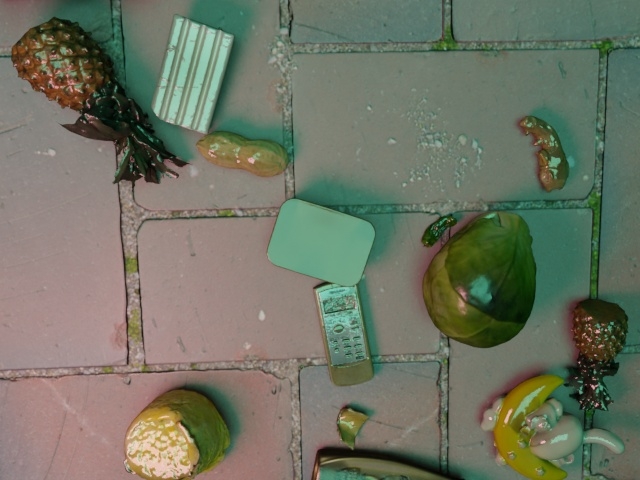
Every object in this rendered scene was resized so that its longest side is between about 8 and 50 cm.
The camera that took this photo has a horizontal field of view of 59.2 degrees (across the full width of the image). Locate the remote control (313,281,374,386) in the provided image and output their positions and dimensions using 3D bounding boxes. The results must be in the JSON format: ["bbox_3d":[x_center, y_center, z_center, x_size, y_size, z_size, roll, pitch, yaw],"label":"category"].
[{"bbox_3d":[0.052,0.200,1.216,0.098,0.038,0.233,-11,97,-2],"label":"remote control"}]

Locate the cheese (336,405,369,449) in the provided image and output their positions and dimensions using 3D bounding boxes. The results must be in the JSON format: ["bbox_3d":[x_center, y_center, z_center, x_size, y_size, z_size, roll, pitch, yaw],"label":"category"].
[{"bbox_3d":[0.064,0.413,1.243,0.060,0.041,0.084,23,80,-13],"label":"cheese"}]

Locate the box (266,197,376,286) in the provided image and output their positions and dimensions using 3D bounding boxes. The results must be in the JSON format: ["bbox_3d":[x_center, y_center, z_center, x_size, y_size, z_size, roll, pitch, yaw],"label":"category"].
[{"bbox_3d":[0.000,0.000,1.159,0.201,0.090,0.144,16,97,-4],"label":"box"}]

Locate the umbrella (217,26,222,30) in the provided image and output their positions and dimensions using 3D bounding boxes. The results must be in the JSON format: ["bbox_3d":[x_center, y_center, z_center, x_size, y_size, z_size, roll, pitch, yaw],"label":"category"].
[{"bbox_3d":[-0.254,-0.363,1.132,0.027,0.025,0.165,37,97,-34],"label":"umbrella"}]

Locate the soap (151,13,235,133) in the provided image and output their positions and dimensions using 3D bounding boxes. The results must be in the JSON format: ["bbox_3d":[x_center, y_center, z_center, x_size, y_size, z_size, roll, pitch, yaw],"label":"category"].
[{"bbox_3d":[-0.249,-0.322,1.097,0.119,0.066,0.198,16,105,-12],"label":"soap"}]

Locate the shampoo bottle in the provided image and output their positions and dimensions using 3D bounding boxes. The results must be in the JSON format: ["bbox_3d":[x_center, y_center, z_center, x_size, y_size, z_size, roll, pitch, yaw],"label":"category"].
[{"bbox_3d":[0.157,0.541,1.244,0.350,0.084,0.125,11,95,-5],"label":"shampoo bottle"}]

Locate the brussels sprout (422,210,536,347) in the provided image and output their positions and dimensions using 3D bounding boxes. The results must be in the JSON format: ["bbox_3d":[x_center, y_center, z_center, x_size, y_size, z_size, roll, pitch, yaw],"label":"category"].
[{"bbox_3d":[0.325,0.075,1.136,0.220,0.210,0.271,24,80,-11],"label":"brussels sprout"}]

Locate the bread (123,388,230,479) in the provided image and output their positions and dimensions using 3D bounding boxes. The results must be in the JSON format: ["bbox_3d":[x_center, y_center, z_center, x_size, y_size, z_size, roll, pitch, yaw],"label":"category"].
[{"bbox_3d":[-0.294,0.412,1.162,0.197,0.170,0.197,0,92,9],"label":"bread"}]

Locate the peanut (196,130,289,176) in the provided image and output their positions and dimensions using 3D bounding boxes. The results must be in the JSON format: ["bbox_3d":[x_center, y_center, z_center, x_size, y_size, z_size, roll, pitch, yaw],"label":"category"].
[{"bbox_3d":[-0.156,-0.175,1.132,0.187,0.082,0.082,13,97,-5],"label":"peanut"}]

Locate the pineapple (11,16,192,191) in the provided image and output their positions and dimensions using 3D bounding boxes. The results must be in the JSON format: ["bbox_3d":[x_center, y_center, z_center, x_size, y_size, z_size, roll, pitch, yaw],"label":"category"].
[{"bbox_3d":[-0.410,-0.245,1.073,0.165,0.165,0.364,-40,99,3],"label":"pineapple"}]

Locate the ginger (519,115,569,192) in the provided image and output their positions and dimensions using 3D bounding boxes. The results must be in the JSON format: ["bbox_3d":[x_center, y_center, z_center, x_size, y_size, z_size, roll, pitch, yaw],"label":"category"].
[{"bbox_3d":[0.475,-0.187,1.182,0.069,0.051,0.173,-26,93,-5],"label":"ginger"}]

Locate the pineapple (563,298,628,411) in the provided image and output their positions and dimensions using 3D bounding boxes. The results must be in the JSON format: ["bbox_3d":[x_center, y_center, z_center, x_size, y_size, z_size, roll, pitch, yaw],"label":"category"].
[{"bbox_3d":[0.595,0.258,1.224,0.125,0.125,0.251,-5,108,-2],"label":"pineapple"}]

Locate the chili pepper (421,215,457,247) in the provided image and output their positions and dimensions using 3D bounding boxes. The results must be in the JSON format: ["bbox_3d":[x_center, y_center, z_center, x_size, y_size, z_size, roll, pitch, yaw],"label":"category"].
[{"bbox_3d":[0.250,-0.021,1.203,0.091,0.034,0.030,-44,131,2],"label":"chili pepper"}]

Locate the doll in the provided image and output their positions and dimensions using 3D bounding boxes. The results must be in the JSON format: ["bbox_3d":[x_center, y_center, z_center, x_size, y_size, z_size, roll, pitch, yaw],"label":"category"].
[{"bbox_3d":[0.489,0.416,1.230,0.252,0.111,0.237,-34,87,10],"label":"doll"}]
